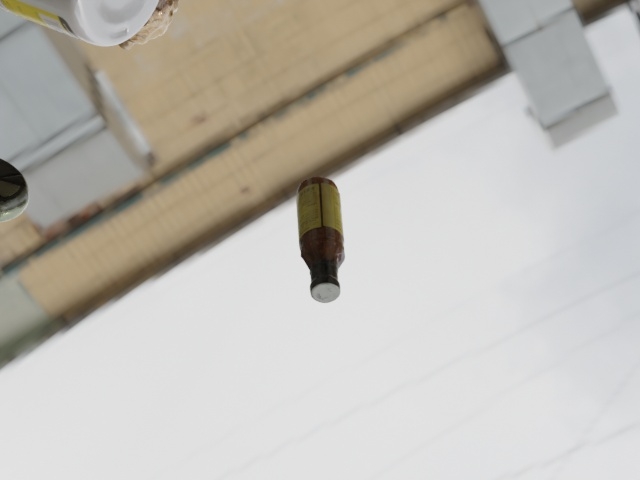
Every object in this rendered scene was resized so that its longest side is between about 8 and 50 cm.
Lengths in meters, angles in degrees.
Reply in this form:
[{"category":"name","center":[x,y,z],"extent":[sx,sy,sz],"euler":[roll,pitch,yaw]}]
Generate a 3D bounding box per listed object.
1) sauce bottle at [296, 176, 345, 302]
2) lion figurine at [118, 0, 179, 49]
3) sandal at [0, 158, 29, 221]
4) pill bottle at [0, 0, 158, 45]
[{"category":"sauce bottle","center":[0.000,0.000,1.444],"extent":[0.042,0.042,0.128],"euler":[-19,-138,17]},{"category":"lion figurine","center":[-0.173,-0.418,1.810],"extent":[0.240,0.142,0.392],"euler":[39,-83,22]},{"category":"sandal","center":[-0.447,-0.071,1.970],"extent":[0.120,0.086,0.303],"euler":[-19,-146,-28]},{"category":"pill bottle","center":[-0.136,-0.138,0.785],"extent":[0.116,0.065,0.065],"euler":[23,-121,29]}]
